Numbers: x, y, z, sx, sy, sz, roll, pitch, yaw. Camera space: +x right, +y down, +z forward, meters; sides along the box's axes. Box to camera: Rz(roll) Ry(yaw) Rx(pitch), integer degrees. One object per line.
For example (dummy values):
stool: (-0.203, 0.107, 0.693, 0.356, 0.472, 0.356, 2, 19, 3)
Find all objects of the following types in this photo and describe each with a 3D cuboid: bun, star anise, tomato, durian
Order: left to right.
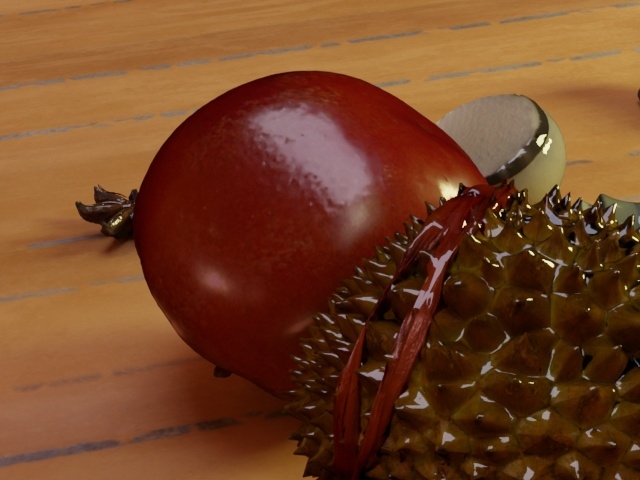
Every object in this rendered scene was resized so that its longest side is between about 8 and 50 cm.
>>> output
star anise: (-0.212, -0.030, 1.813, 0.141, 0.042, 0.141, 0, 24, 0)
tomato: (0.000, 0.000, 1.429, 0.325, 0.289, 0.293, 18, 25, -51)
bun: (0.197, -0.076, 1.772, 0.173, 0.120, 0.172, -19, 39, 16)
durian: (0.160, 0.122, 1.162, 0.385, 0.347, 0.347, -8, 24, 16)

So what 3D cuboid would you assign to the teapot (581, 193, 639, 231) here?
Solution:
teapot: (0.396, -0.015, 1.589, 0.251, 0.183, 0.183, -13, 25, 8)

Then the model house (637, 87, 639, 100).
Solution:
model house: (0.530, -0.239, 2.022, 0.122, 0.188, 0.229, -7, 22, -45)
